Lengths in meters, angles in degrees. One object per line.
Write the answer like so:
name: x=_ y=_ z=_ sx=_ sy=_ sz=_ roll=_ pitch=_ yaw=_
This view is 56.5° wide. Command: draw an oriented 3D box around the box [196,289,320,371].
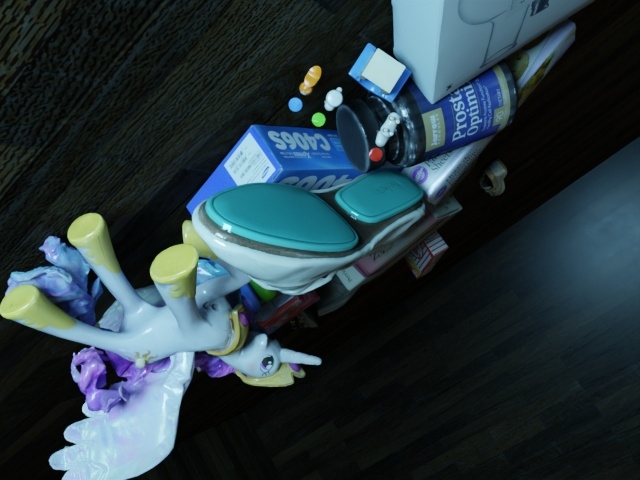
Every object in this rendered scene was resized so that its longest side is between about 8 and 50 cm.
box: x=-0.148 y=0.133 z=1.171 sx=0.257 sy=0.128 sz=0.122 roll=-37 pitch=164 yaw=13

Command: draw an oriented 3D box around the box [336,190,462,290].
box: x=0.113 y=-0.039 z=1.095 sx=0.232 sy=0.149 sz=0.127 roll=-43 pitch=167 yaw=33

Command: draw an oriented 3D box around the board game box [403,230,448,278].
board game box: x=0.236 y=-0.001 z=1.476 sx=0.045 sy=0.147 sz=0.193 roll=-29 pitch=164 yaw=-13

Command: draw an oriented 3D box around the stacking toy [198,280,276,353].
stacking toy: x=-0.109 y=0.054 z=1.037 sx=0.330 sy=0.141 sz=0.141 roll=-36 pitch=166 yaw=-10

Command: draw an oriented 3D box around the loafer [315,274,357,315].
loafer: x=0.063 y=0.072 z=1.454 sx=0.319 sy=0.112 sz=0.111 roll=-43 pitch=156 yaw=13

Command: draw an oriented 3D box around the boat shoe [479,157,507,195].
boat shoe: x=0.451 y=-0.159 z=1.578 sx=0.059 sy=0.063 sz=0.170 roll=-30 pitch=155 yaw=0

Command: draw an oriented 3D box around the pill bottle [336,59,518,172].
pill bottle: x=0.138 y=-0.169 z=0.792 sx=0.219 sy=0.123 sz=0.123 roll=-23 pitch=163 yaw=-14

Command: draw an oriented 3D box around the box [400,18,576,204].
box: x=0.249 y=-0.199 z=0.898 sx=0.324 sy=0.067 sz=0.063 roll=-50 pitch=159 yaw=12

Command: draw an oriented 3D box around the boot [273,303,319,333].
boot: x=-0.116 y=0.156 z=1.374 sx=0.178 sy=0.085 sz=0.236 roll=-16 pitch=145 yaw=11

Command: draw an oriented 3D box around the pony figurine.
pony figurine: x=-0.209 y=0.124 z=0.755 sx=0.351 sy=0.303 sz=0.363 roll=-13 pitch=142 yaw=13

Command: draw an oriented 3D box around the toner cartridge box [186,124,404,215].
toner cartridge box: x=-0.010 y=-0.082 z=0.875 sx=0.165 sy=0.075 sz=0.347 roll=-42 pitch=162 yaw=33

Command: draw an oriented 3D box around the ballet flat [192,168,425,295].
ballet flat: x=0.000 y=0.000 z=0.732 sx=0.139 sy=0.139 sz=0.400 roll=-43 pitch=164 yaw=35

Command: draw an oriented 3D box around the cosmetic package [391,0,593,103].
cosmetic package: x=0.250 y=-0.327 z=0.596 sx=0.377 sy=0.097 sz=0.284 roll=-33 pitch=167 yaw=1

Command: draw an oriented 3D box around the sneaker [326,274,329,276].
sneaker: x=0.036 y=0.020 z=1.326 sx=0.077 sy=0.072 sz=0.178 roll=-40 pitch=175 yaw=-16

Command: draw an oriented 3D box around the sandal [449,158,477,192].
sandal: x=0.196 y=-0.099 z=1.167 sx=0.303 sy=0.120 sz=0.086 roll=-42 pitch=176 yaw=31

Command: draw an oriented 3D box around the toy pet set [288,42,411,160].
toy pet set: x=0.043 y=-0.170 z=0.697 sx=0.114 sy=0.122 sz=0.065 roll=-57 pitch=-173 yaw=7
